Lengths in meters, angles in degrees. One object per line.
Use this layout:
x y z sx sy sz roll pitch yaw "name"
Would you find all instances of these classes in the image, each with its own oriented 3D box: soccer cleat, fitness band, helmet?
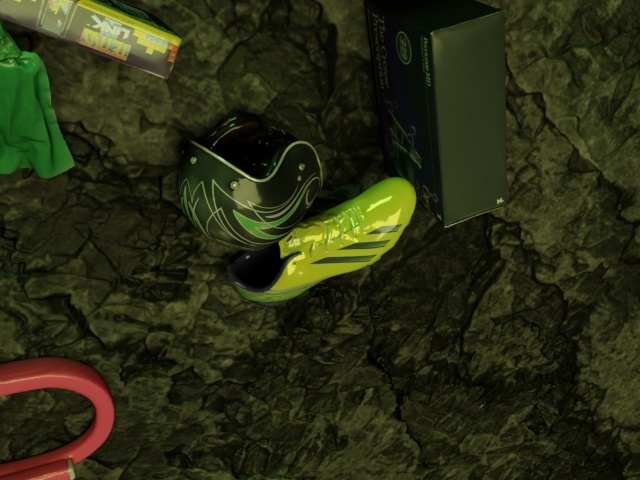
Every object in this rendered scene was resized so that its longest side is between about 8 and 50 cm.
0.000 0.001 0.931 0.289 0.093 0.121 -32 145 16 "soccer cleat"
-0.436 0.266 0.940 0.291 0.054 0.209 -9 122 -23 "fitness band"
-0.095 -0.068 0.841 0.161 0.169 0.169 -38 130 -23 "helmet"

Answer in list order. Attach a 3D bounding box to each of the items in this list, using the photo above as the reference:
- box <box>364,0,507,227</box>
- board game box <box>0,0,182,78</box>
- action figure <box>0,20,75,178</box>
0.151 -0.178 0.882 0.103 0.184 0.261 -21 125 -14 "box"
-0.241 -0.229 0.685 0.170 0.141 0.048 16 110 -32 "board game box"
-0.317 -0.139 0.676 0.137 0.063 0.232 -9 161 -24 "action figure"
